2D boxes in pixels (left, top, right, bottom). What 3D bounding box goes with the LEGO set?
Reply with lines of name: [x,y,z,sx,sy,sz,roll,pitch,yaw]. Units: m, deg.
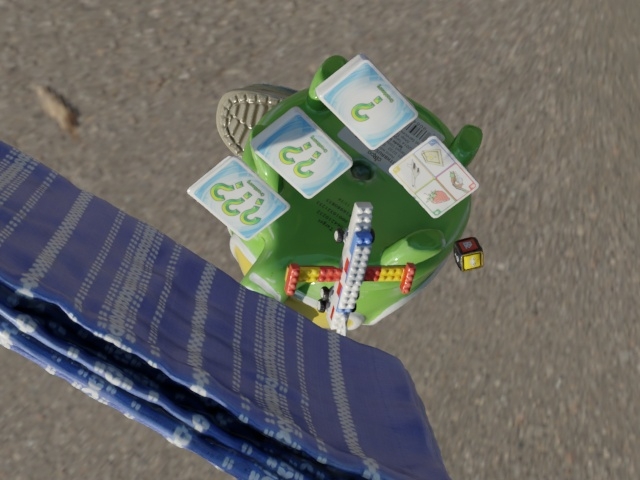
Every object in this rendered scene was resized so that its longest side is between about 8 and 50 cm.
LEGO set: [0.037,-0.015,1.202,0.182,0.060,0.244,-37,130,12]

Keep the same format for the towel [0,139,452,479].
towel: [-0.090,0.011,0.633,0.336,0.243,0.040,31,98,-8]

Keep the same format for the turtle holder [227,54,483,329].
turtle holder: [0.019,-0.001,1.498,0.243,0.320,0.227,12,145,-10]

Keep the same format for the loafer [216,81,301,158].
loafer: [0.009,-0.115,1.708,0.269,0.092,0.102,20,113,-2]
